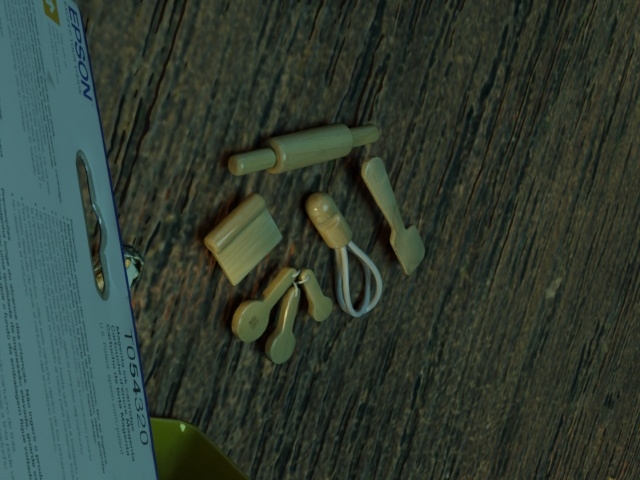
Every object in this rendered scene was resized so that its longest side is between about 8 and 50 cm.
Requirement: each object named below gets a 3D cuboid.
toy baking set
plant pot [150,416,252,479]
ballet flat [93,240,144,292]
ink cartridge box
[{"bbox_3d":[-0.001,-0.006,0.917,0.256,0.030,0.197,-23,123,-41],"label":"toy baking set"},{"bbox_3d":[-0.146,0.251,0.729,0.212,0.212,0.187,17,104,-49],"label":"plant pot"},{"bbox_3d":[-0.164,0.045,0.744,0.114,0.041,0.041,-49,134,-24],"label":"ballet flat"},{"bbox_3d":[-0.182,-0.022,0.520,0.330,0.071,0.324,51,27,-77],"label":"ink cartridge box"}]
